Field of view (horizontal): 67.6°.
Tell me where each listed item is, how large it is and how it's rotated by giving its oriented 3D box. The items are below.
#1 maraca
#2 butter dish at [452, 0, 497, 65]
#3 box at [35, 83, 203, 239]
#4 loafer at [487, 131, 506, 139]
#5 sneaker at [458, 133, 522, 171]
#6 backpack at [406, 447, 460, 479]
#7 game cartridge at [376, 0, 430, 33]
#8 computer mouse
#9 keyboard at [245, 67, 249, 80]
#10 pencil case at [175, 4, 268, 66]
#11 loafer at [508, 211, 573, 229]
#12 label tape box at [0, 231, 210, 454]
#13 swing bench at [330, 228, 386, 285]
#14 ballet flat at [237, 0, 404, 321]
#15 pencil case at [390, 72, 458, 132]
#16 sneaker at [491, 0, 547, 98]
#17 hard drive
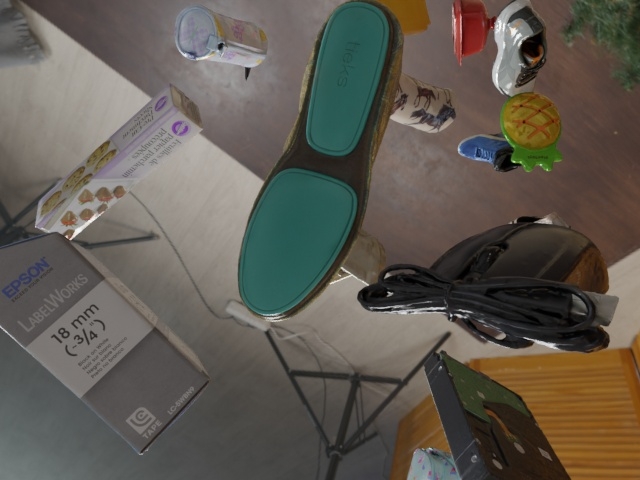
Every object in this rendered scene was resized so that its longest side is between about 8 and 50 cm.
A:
[{"bbox_3d":[0.448,-0.231,1.010,0.127,0.186,0.099,-3,163,4],"label":"maraca"},{"bbox_3d":[0.424,-0.587,1.307,0.118,0.160,0.160,-4,135,14],"label":"butter dish"},{"bbox_3d":[-0.329,-0.118,0.768,0.323,0.067,0.063,-34,142,17],"label":"box"},{"bbox_3d":[0.553,-0.303,1.513,0.078,0.223,0.076,33,87,6],"label":"loafer"},{"bbox_3d":[0.388,-0.196,1.083,0.152,0.085,0.058,8,129,16],"label":"sneaker"},{"bbox_3d":[0.273,0.557,1.053,0.144,0.166,0.188,25,166,-15],"label":"backpack"},{"bbox_3d":[0.183,-0.745,1.359,0.052,0.285,0.324,-5,106,49],"label":"game cartridge"},{"bbox_3d":[0.180,0.022,0.430,0.188,0.272,0.072,5,97,42],"label":"computer mouse"},{"bbox_3d":[-0.237,-0.629,1.660,0.038,0.192,0.100,1,126,-5],"label":"keyboard"},{"bbox_3d":[-0.228,-0.483,1.150,0.124,0.273,0.114,16,110,14],"label":"pencil case"},{"bbox_3d":[0.279,-0.020,0.632,0.045,0.125,0.039,-36,99,-10],"label":"loafer"},{"bbox_3d":[-0.296,0.075,0.577,0.334,0.106,0.240,47,162,-10],"label":"label tape box"},{"bbox_3d":[0.000,0.000,1.183,0.253,0.165,0.254,36,155,-29],"label":"swing bench"},{"bbox_3d":[0.008,-0.078,0.532,0.123,0.123,0.349,19,96,5],"label":"ballet flat"},{"bbox_3d":[0.271,-0.465,1.561,0.410,0.184,0.160,4,132,-37],"label":"pencil case"},{"bbox_3d":[0.452,-0.400,1.072,0.100,0.108,0.271,-31,148,7],"label":"sneaker"},{"bbox_3d":[0.324,0.359,0.872,0.236,0.339,0.064,31,108,-11],"label":"hard drive"}]
